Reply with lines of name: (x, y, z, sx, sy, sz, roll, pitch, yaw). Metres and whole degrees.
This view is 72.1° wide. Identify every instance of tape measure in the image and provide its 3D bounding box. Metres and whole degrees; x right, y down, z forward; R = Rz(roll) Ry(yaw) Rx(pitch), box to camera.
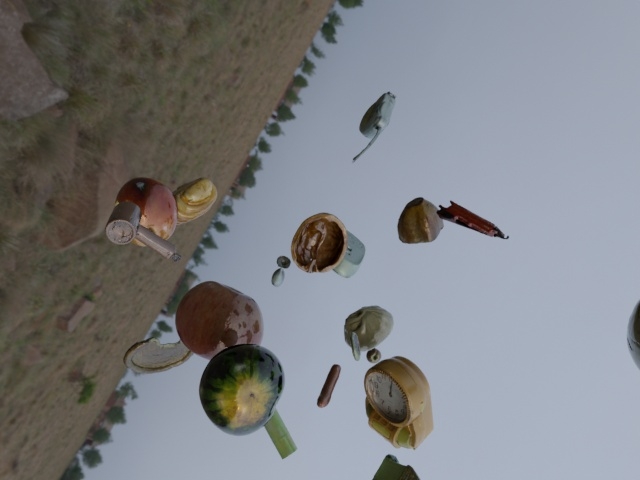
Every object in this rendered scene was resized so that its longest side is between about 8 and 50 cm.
tape measure: (0.186, -0.387, 1.632, 0.164, 0.084, 0.330, -32, -147, 65)

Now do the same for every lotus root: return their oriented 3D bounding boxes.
lotus root: (0.429, -0.100, 1.960, 0.199, 0.180, 0.188, -6, -148, 34)

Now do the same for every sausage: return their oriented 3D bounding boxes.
sausage: (0.028, 0.474, 1.428, 0.043, 0.043, 0.186, -52, -179, 33)

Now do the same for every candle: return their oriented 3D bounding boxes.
candle: (0.592, -0.071, 1.722, 0.059, 0.301, 0.084, -23, 135, -42)

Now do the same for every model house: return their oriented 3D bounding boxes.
model house: (0.352, 1.031, 1.816, 0.189, 0.214, 0.195, -12, -161, 49)

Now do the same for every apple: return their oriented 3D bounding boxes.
apple: (-0.505, -0.078, 1.277, 0.199, 0.199, 0.199, -55, -166, 21)
apple: (-0.373, 0.296, 1.677, 0.345, 0.344, 0.269, -113, -139, -74)

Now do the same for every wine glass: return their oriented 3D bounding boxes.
wine glass: (-0.179, 0.139, 1.928, 0.198, 0.066, 0.066, 117, -5, -56)

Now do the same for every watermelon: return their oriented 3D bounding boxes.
watermelon: (-0.238, 0.447, 1.336, 0.269, 0.269, 0.269, -55, -166, 21)

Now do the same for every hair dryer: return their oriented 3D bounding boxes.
hair dryer: (-0.398, -0.008, 1.011, 0.064, 0.181, 0.117, -44, -152, 10)

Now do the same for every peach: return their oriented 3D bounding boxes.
peach: (0.278, 0.604, 2.309, 0.083, 0.083, 0.083, -55, -166, 21)

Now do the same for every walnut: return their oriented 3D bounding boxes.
walnut: (0.001, -0.002, 1.362, 0.087, 0.167, 0.211, -84, -163, -65)

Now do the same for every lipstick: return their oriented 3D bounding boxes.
lipstick: (-0.193, 0.681, 1.690, 0.076, 0.304, 0.076, -30, 165, -9)

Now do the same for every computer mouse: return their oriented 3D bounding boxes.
computer mouse: (0.093, 0.057, 1.772, 0.097, 0.159, 0.288, -51, -176, 24)

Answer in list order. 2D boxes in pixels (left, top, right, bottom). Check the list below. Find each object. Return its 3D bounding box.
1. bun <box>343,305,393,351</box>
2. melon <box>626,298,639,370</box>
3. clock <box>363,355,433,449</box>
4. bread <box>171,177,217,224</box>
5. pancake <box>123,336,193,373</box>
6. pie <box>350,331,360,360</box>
bun: (0.182, 0.344, 1.802, 0.231, 0.133, 0.231, -27, -162, 10)
melon: (0.972, 0.267, 1.168, 0.268, 0.330, 0.268, -23, -145, 17)
clock: (0.280, 0.567, 1.591, 0.200, 0.317, 0.244, -26, -148, -37)
bread: (-0.483, -0.130, 1.570, 0.311, 0.121, 0.173, -8, -153, 49)
pancake: (-0.657, 0.468, 1.835, 0.286, 0.288, 0.033, -33, -127, 4)
pie: (0.102, 0.311, 1.292, 0.017, 0.085, 0.085, -15, -152, 12)
